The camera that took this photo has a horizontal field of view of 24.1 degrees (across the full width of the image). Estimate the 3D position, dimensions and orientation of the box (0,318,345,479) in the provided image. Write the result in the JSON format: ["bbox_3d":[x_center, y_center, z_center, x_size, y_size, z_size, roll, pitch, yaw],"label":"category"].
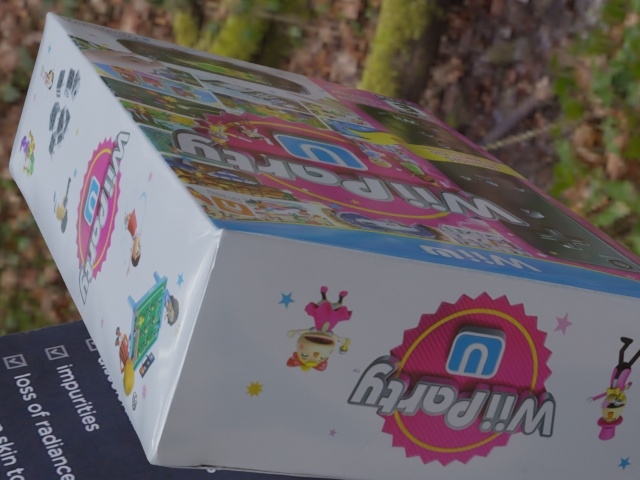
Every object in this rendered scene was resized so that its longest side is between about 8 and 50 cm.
[{"bbox_3d":[-0.031,0.275,0.980,0.480,0.472,0.297,-129,32,-49],"label":"box"}]

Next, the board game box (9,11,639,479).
[{"bbox_3d":[0.000,0.000,0.675,0.303,0.224,0.097,48,123,59],"label":"board game box"}]
